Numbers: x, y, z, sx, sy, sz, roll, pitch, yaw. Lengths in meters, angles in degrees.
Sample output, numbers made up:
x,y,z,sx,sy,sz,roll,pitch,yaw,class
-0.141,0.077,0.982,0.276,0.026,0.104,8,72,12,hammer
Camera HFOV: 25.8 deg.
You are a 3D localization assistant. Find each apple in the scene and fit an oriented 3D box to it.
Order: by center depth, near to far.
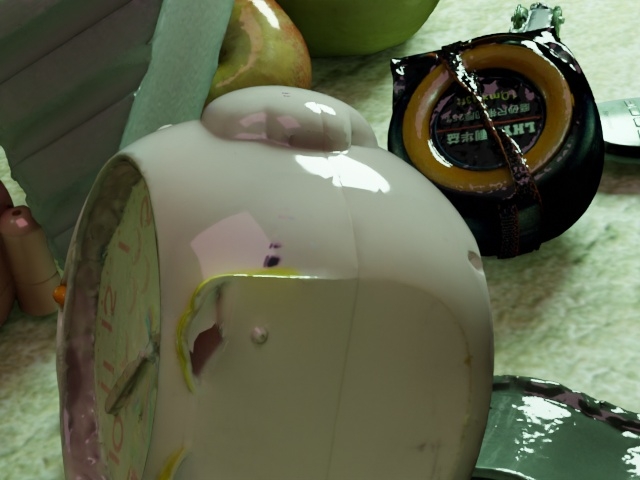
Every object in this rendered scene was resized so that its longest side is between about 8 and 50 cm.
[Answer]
x,y,z,sx,sy,sz,roll,pitch,yaw,class
-0.115,-0.163,1.425,0.209,0.164,0.209,-1,73,4,apple
0.019,-0.344,1.570,0.292,0.254,0.292,-3,42,3,apple

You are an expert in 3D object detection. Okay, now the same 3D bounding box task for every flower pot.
x,y,z,sx,sy,sz,roll,pitch,yaw,class
0.190,0.178,1.024,0.229,0.103,0.108,9,40,18,flower pot

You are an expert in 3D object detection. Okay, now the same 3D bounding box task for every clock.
x,y,z,sx,sy,sz,roll,pitch,yaw,class
-0.047,0.070,1.000,0.251,0.368,0.377,4,11,-24,clock
-0.391,0.021,1.259,0.241,0.142,0.227,-33,46,-25,clock

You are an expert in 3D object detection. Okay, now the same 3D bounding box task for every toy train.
x,y,z,sx,sy,sz,roll,pitch,yaw,class
0.216,-0.173,1.479,0.060,0.081,0.202,7,47,16,toy train

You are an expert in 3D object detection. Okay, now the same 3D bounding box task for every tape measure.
x,y,z,sx,sy,sz,roll,pitch,yaw,class
0.164,-0.092,1.319,0.202,0.135,0.223,-9,58,13,tape measure

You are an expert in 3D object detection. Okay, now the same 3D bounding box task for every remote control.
x,y,z,sx,sy,sz,roll,pitch,yaw,class
0.382,-0.110,1.407,0.256,0.045,0.097,-2,40,-1,remote control

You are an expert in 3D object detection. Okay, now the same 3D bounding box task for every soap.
x,y,z,sx,sy,sz,roll,pitch,yaw,class
-0.145,-0.142,1.257,0.302,0.159,0.257,-32,74,10,soap
